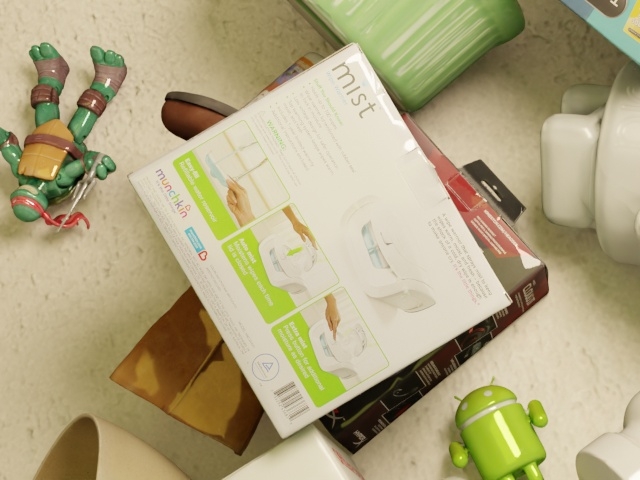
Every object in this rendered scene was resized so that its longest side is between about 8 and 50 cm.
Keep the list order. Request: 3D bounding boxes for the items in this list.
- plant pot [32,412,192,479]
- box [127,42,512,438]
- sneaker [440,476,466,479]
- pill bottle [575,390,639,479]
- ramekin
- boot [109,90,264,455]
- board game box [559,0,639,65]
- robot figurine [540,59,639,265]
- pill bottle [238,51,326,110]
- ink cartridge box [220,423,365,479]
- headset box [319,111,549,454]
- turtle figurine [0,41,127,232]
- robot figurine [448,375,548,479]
[{"bbox_3d":[-0.179,0.326,1.291,0.191,0.284,0.284,24,76,-19],"label":"plant pot"},{"bbox_3d":[0.000,0.000,1.218,0.231,0.127,0.262,-32,88,-1],"label":"box"},{"bbox_3d":[0.258,0.340,1.263,0.384,0.145,0.147,37,52,22],"label":"sneaker"},{"bbox_3d":[0.367,0.169,1.236,0.264,0.153,0.153,-31,68,-15],"label":"pill bottle"},{"bbox_3d":[0.048,-0.270,1.401,0.148,0.303,0.303,-45,69,3],"label":"ramekin"},{"bbox_3d":[-0.108,0.024,1.337,0.264,0.096,0.280,35,88,6],"label":"boot"},{"bbox_3d":[0.306,-0.282,1.339,0.254,0.336,0.079,44,123,21],"label":"board game box"},{"bbox_3d":[0.386,-0.064,1.294,0.353,0.200,0.300,7,36,23],"label":"robot figurine"},{"bbox_3d":[-0.051,-0.085,1.449,0.216,0.121,0.121,-41,69,-3],"label":"pill bottle"},{"bbox_3d":[0.040,0.336,1.241,0.129,0.223,0.307,-34,69,-1],"label":"ink cartridge box"},{"bbox_3d":[0.071,0.034,1.391,0.293,0.110,0.218,-40,70,-2],"label":"headset box"},{"bbox_3d":[-0.297,-0.105,1.511,0.175,0.118,0.234,14,60,1],"label":"turtle figurine"},{"bbox_3d":[0.173,0.191,1.343,0.101,0.067,0.115,-28,69,6],"label":"robot figurine"}]
